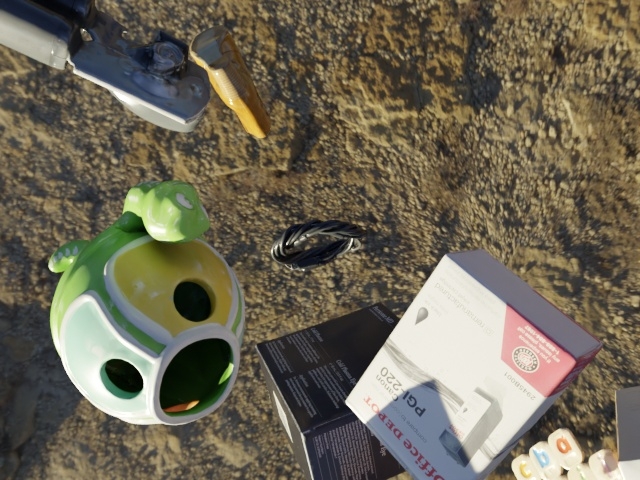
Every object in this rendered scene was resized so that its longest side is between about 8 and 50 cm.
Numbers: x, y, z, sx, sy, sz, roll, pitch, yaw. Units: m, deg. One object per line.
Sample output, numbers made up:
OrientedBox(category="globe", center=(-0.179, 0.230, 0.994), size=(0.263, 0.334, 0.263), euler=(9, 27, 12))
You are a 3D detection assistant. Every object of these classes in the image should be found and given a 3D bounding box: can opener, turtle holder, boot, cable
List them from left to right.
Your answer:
OrientedBox(category="can opener", center=(-0.231, -0.169, 0.475), size=(0.095, 0.283, 0.076), euler=(-42, 32, 49))
OrientedBox(category="turtle holder", center=(-0.196, 0.086, 0.727), size=(0.227, 0.243, 0.320), euler=(36, 97, 43))
OrientedBox(category="boot", center=(-0.211, -0.378, 1.342), size=(0.104, 0.211, 0.295), euler=(-28, 43, 3))
OrientedBox(category="cable", center=(0.000, 0.000, 1.047), size=(0.185, 0.150, 0.047), euler=(-16, 61, 5))

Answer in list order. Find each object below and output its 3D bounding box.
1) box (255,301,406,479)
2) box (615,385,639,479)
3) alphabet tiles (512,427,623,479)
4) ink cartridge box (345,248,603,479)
OrientedBox(category="box", center=(0.070, 0.309, 1.139), size=(0.313, 0.343, 0.179), euler=(-17, 111, -14))
OrientedBox(category="box", center=(0.547, 0.344, 0.795), size=(0.168, 0.345, 0.215), euler=(-21, 81, 26))
OrientedBox(category="alphabet tiles", center=(0.484, 0.517, 1.047), size=(0.284, 0.021, 0.278), euler=(-57, 40, 37))
OrientedBox(category="ink cartridge box", center=(0.148, 0.141, 0.580), size=(0.158, 0.092, 0.218), euler=(43, 118, 30))
